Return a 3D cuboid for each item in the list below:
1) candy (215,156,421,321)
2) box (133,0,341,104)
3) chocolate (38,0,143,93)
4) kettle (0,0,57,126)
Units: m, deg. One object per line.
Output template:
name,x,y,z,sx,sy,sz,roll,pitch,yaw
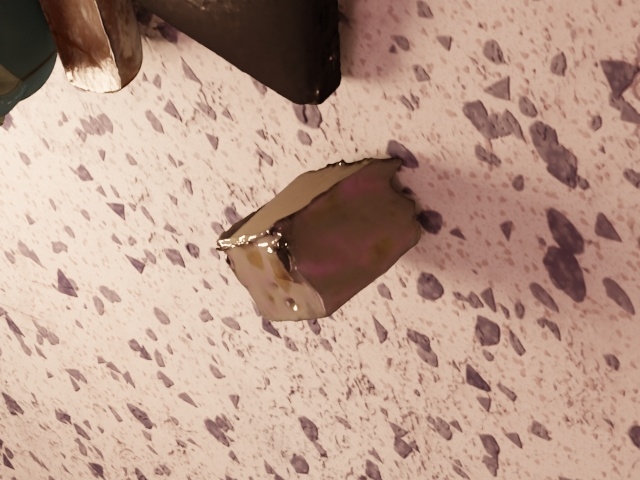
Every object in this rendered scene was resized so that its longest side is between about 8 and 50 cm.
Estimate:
candy,0.000,0.000,2.052,0.137,0.195,0.185,58,152,-11
box,-0.127,-0.332,1.914,0.359,0.091,0.350,35,156,21
chocolate,-0.287,-0.314,2.176,0.157,0.080,0.254,13,126,53
kettle,-0.478,-0.304,2.223,0.247,0.319,0.342,-22,117,22
